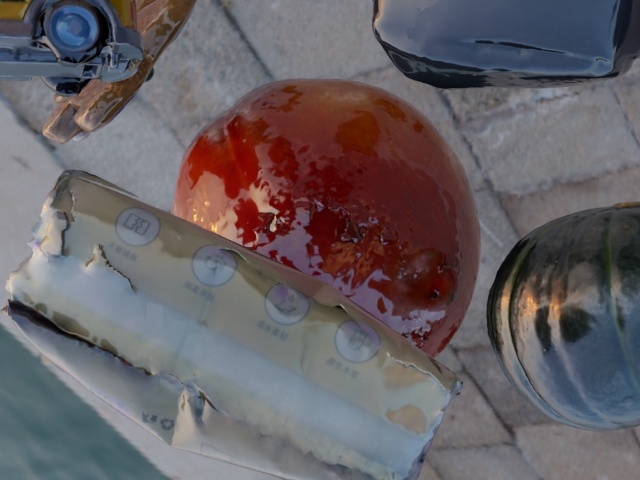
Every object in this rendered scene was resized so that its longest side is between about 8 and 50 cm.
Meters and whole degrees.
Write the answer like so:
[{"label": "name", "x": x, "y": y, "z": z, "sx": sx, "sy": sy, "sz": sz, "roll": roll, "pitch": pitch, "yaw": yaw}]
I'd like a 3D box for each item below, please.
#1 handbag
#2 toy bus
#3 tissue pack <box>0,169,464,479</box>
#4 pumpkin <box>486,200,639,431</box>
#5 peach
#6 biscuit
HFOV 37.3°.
[{"label": "handbag", "x": 0.141, "y": -0.225, "z": 0.499, "sx": 0.178, "sy": 0.275, "sz": 0.301, "roll": 9, "pitch": 99, "yaw": 21}, {"label": "toy bus", "x": -0.235, "y": -0.180, "z": 0.677, "sx": 0.209, "sy": 0.136, "sz": 0.126, "roll": -2, "pitch": 177, "yaw": -17}, {"label": "tissue pack", "x": -0.053, "y": 0.077, "z": 0.603, "sx": 0.257, "sy": 0.123, "sz": 0.215, "roll": 28, "pitch": 170, "yaw": 6}, {"label": "pumpkin", "x": 0.269, "y": 0.069, "z": 0.793, "sx": 0.250, "sy": 0.250, "sz": 0.216, "roll": -26, "pitch": 83, "yaw": 40}, {"label": "peach", "x": 0.000, "y": 0.000, "z": 1.016, "sx": 0.370, "sy": 0.370, "sz": 0.370, "roll": 11, "pitch": 138, "yaw": 10}, {"label": "biscuit", "x": -0.220, "y": -0.189, "z": 1.024, "sx": 0.049, "sy": 0.205, "sz": 0.324, "roll": 38, "pitch": 165, "yaw": -25}]
